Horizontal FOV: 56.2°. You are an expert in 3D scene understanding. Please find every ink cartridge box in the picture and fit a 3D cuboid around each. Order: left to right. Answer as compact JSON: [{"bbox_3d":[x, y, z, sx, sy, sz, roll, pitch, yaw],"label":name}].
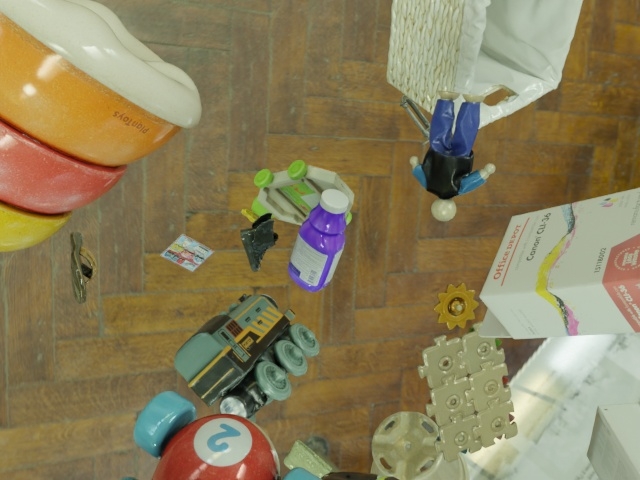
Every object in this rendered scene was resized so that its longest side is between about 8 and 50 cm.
[{"bbox_3d":[0.229,0.026,0.559,0.067,0.198,0.115,47,54,-21],"label":"ink cartridge box"}]

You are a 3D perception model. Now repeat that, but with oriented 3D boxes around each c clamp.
[{"bbox_3d":[0.269,-0.339,1.663,0.161,0.022,0.137,56,33,5],"label":"c clamp"}]

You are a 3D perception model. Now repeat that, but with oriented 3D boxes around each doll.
[{"bbox_3d":[0.194,-0.119,0.879,0.046,0.129,0.189,-20,121,-58],"label":"doll"}]

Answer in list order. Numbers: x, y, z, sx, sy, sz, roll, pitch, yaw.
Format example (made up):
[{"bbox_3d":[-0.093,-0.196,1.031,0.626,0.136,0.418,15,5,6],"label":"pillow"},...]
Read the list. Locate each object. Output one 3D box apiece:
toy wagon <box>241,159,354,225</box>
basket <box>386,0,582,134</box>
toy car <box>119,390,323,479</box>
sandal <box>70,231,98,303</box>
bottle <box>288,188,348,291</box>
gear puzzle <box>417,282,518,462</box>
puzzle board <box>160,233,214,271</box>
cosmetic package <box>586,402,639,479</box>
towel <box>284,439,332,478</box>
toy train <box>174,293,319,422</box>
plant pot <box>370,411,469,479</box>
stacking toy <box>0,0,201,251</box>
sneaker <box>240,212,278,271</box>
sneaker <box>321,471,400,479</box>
[{"bbox_3d":[-0.080,-0.120,1.748,0.267,0.344,0.068,44,48,-44],"label":"toy wagon"},{"bbox_3d":[0.337,-0.460,1.258,0.328,0.266,0.331,-29,143,-23],"label":"basket"},{"bbox_3d":[-0.148,0.278,0.580,0.210,0.219,0.238,-65,160,-3],"label":"toy car"},{"bbox_3d":[-0.563,0.058,1.428,0.060,0.219,0.090,-2,125,-22],"label":"sandal"},{"bbox_3d":[0.000,0.000,1.476,0.092,0.118,0.283,-34,153,-42],"label":"bottle"},{"bbox_3d":[0.260,0.238,1.113,0.175,0.044,0.339,-17,104,-12],"label":"gear puzzle"},{"bbox_3d":[-0.385,0.038,1.742,0.096,0.011,0.128,-41,138,15],"label":"puzzle board"},{"bbox_3d":[0.401,0.315,0.710,0.060,0.239,0.099,-6,120,0],"label":"cosmetic package"},{"bbox_3d":[-0.037,0.669,1.771,0.027,0.148,0.110,-18,141,-56],"label":"towel"},{"bbox_3d":[-0.126,0.204,1.110,0.142,0.334,0.190,-43,89,21],"label":"toy train"},{"bbox_3d":[0.297,0.707,1.919,0.334,0.334,0.305,-37,139,-14],"label":"plant pot"},{"bbox_3d":[-0.423,-0.107,0.795,0.350,0.350,0.480,35,98,-27],"label":"stacking toy"},{"bbox_3d":[-0.139,0.008,1.445,0.089,0.051,0.170,-15,137,-2],"label":"sneaker"},{"bbox_3d":[0.016,0.358,0.792,0.234,0.097,0.084,10,86,-46],"label":"sneaker"}]
